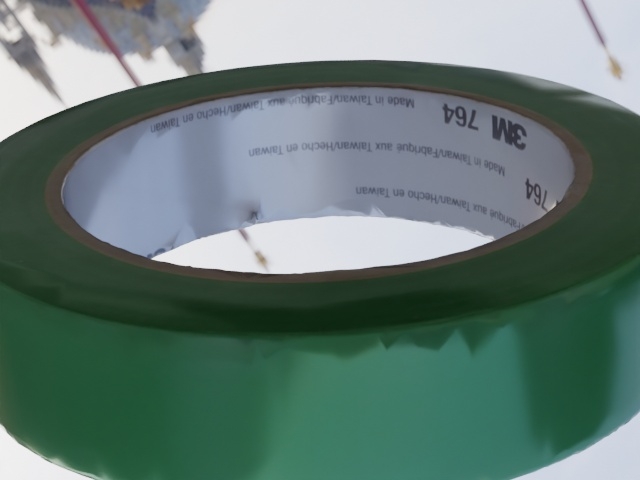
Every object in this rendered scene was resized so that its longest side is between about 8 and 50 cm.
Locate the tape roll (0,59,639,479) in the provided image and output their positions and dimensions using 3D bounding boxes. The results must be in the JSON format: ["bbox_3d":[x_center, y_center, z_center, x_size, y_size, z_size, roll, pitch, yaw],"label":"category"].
[{"bbox_3d":[0.000,0.000,0.625,0.321,0.077,0.321,-2,-155,1],"label":"tape roll"}]
